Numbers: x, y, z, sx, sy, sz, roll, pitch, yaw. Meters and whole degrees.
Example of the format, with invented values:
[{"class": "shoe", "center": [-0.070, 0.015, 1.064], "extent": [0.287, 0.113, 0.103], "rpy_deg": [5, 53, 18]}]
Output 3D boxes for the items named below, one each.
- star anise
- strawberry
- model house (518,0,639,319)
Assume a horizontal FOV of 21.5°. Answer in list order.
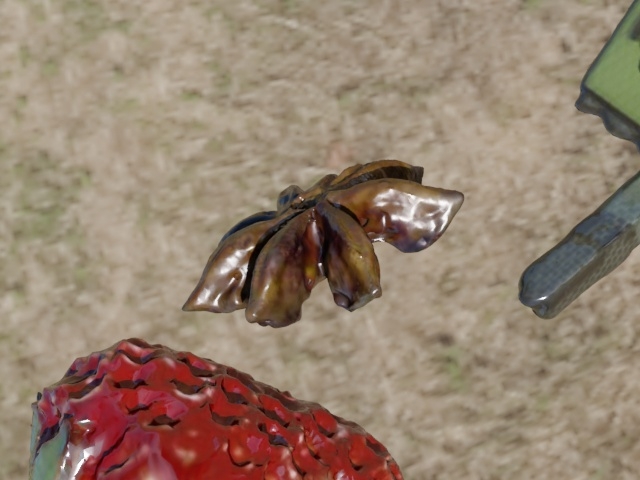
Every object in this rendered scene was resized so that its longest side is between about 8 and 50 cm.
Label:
[{"class": "star anise", "center": [0.000, 0.000, 0.921], "extent": [0.168, 0.168, 0.057], "rpy_deg": [-14, 111, 47]}, {"class": "strawberry", "center": [-0.081, 0.250, 1.456], "extent": [0.295, 0.345, 0.317], "rpy_deg": [117, 154, -65]}, {"class": "model house", "center": [0.217, -0.076, 0.895], "extent": [0.205, 0.279, 0.218], "rpy_deg": [44, 162, 34]}]
